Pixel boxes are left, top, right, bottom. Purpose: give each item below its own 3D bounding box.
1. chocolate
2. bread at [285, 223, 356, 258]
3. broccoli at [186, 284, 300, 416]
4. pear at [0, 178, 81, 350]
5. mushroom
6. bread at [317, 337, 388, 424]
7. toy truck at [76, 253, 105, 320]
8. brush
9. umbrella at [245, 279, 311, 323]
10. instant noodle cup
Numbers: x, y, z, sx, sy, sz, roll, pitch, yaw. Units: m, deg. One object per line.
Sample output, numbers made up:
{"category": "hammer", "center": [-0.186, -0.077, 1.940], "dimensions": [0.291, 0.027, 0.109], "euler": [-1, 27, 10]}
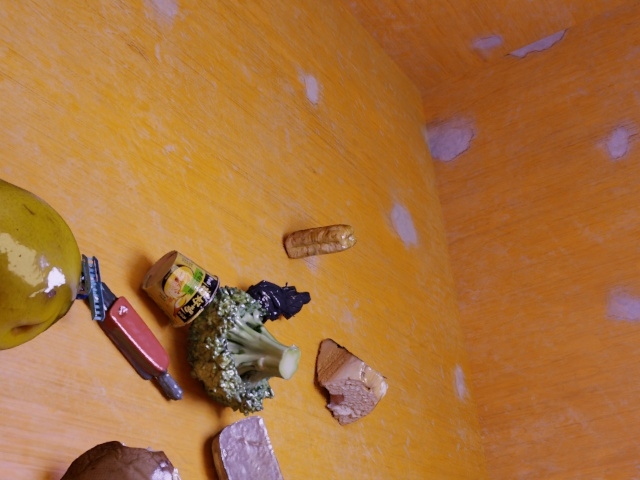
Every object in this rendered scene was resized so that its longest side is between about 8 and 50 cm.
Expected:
{"category": "chocolate", "center": [-0.173, 0.543, 1.894], "dimensions": [0.156, 0.080, 0.254], "euler": [-13, 81, -49]}
{"category": "bread", "center": [0.000, 0.000, 2.469], "dimensions": [0.114, 0.210, 0.084], "euler": [-23, 103, -66]}
{"category": "broccoli", "center": [-0.189, 0.261, 1.906], "dimensions": [0.260, 0.235, 0.288], "euler": [46, -4, 46]}
{"category": "pear", "center": [-0.541, 0.011, 1.336], "dimensions": [0.285, 0.284, 0.337], "euler": [-20, 87, -64]}
{"category": "mushroom", "center": [-0.368, 0.523, 1.491], "dimensions": [0.208, 0.232, 0.302], "euler": [-43, 154, -52]}
{"category": "bread", "center": [0.111, 0.385, 2.409], "dimensions": [0.183, 0.211, 0.224], "euler": [46, 40, -29]}
{"category": "toy truck", "center": [-0.469, 0.100, 1.635], "dimensions": [0.063, 0.074, 0.136], "euler": [14, 61, -60]}
{"category": "brush", "center": [-0.382, 0.217, 1.746], "dimensions": [0.323, 0.051, 0.070], "euler": [58, 26, -24]}
{"category": "umbrella", "center": [-0.106, 0.165, 2.288], "dimensions": [0.340, 0.118, 0.118], "euler": [2, 70, -69]}
{"category": "instant noodle cup", "center": [-0.320, 0.101, 1.860], "dimensions": [0.122, 0.151, 0.151], "euler": [46, 33, -22]}
